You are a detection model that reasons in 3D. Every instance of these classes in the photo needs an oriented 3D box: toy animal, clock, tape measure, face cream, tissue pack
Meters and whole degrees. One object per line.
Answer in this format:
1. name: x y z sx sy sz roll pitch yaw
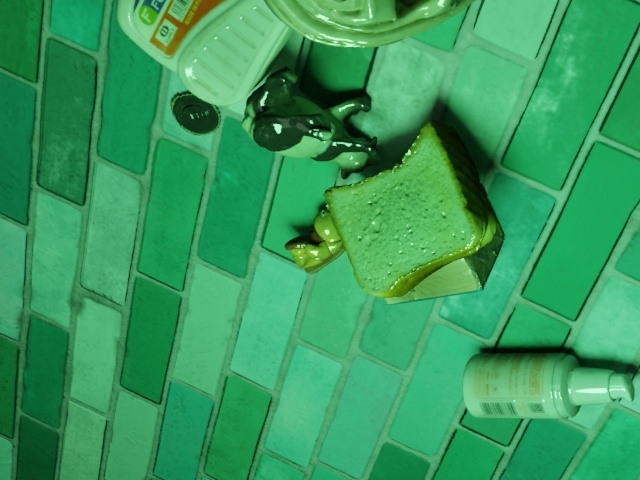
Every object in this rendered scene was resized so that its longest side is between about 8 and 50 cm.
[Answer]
1. toy animal: -0.004 -0.149 1.879 0.225 0.094 0.121 14 149 -39
2. clock: -0.184 -0.187 2.038 0.083 0.010 0.074 -6 125 34
3. tape measure: -0.128 -0.324 1.799 0.265 0.130 0.258 38 135 1
4. face cream: 0.342 0.216 2.043 0.251 0.101 0.101 -4 127 32
5. tissue pack: 0.163 0.018 1.948 0.169 0.120 0.082 -11 126 37

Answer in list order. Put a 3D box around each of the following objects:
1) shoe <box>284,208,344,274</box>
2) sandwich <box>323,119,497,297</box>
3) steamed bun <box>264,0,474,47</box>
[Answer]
1. shoe: -0.002 0.003 2.064 0.069 0.072 0.109 38 137 -14
2. sandwich: 0.121 -0.036 1.861 0.214 0.065 0.186 -29 73 34
3. steamed bun: 0.070 -0.348 1.528 0.324 0.219 0.310 -17 125 10
